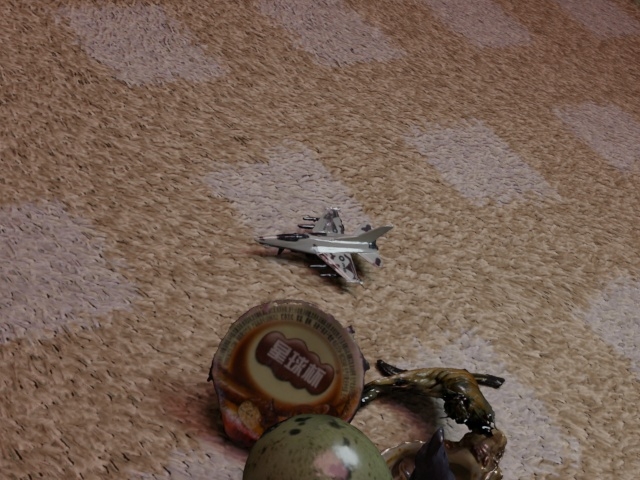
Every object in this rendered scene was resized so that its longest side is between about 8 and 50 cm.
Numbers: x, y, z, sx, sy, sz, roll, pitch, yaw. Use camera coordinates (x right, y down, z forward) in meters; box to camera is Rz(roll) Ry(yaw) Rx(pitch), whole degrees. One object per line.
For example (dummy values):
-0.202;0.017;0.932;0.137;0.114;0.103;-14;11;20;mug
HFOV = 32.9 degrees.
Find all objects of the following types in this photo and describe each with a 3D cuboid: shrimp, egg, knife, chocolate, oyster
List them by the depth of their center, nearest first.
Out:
0.008;0.316;1.307;0.228;0.177;0.177;52;40;2;egg
0.149;0.330;1.450;0.233;0.107;0.161;-27;68;-27;oyster
-0.037;0.185;1.466;0.221;0.221;0.147;31;-2;7;chocolate
0.137;0.233;1.505;0.198;0.051;0.262;-9;15;-7;shrimp
0.192;0.210;1.668;0.222;0.021;0.045;9;37;-20;knife

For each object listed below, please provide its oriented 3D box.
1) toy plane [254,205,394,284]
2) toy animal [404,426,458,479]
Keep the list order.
0.002;0.009;1.768;0.234;0.082;0.160;-5;55;-15;toy plane
0.137;0.346;1.277;0.081;0.367;0.206;-5;18;3;toy animal
